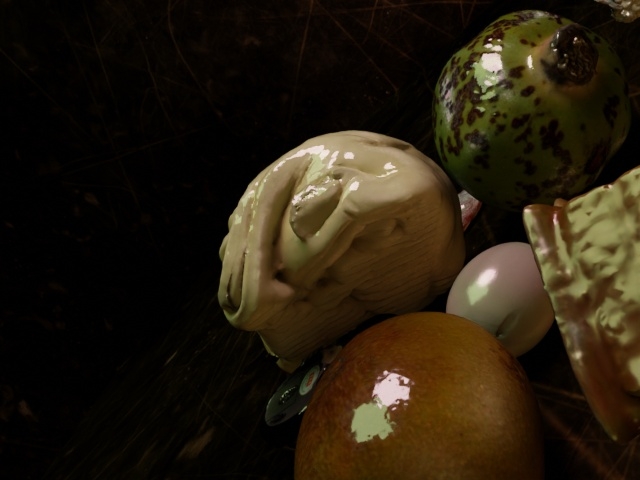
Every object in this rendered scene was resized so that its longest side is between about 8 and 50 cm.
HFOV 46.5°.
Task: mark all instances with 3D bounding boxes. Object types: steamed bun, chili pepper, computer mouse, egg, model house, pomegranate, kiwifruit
[{"bbox_3d":[0.000,0.000,0.993,0.347,0.237,0.394,-3,-42,-33],"label":"steamed bun"},{"bbox_3d":[0.227,-0.054,1.166,0.050,0.041,0.153,18,54,29],"label":"chili pepper"},{"bbox_3d":[0.031,0.184,0.900,0.233,0.096,0.137,-36,19,26],"label":"computer mouse"},{"bbox_3d":[0.185,0.061,0.751,0.135,0.103,0.103,-47,11,-26],"label":"egg"},{"bbox_3d":[0.276,0.003,0.504,0.229,0.219,0.199,-31,-23,36],"label":"model house"},{"bbox_3d":[0.260,-0.163,0.917,0.254,0.254,0.270,-49,-5,-16],"label":"pomegranate"},{"bbox_3d":[0.080,0.156,0.588,0.196,0.196,0.234,-39,7,29],"label":"kiwifruit"}]

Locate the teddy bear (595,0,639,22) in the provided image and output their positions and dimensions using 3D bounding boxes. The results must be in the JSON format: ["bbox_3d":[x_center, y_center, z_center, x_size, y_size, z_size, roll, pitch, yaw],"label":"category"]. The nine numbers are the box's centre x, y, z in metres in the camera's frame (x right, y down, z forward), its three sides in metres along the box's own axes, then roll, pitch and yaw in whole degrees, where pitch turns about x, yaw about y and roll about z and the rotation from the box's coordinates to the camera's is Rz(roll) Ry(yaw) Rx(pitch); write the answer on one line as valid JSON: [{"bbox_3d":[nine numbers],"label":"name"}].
[{"bbox_3d":[0.511,-0.382,1.104,0.213,0.111,0.133,-24,57,16],"label":"teddy bear"}]
